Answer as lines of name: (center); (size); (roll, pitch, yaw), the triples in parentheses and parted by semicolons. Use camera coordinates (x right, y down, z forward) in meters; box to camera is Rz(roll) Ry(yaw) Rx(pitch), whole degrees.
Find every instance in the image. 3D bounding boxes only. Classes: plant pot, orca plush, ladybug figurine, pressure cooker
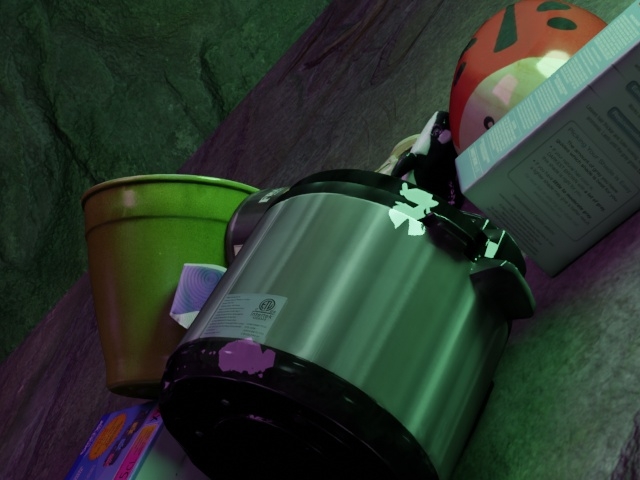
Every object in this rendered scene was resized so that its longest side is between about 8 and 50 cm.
plant pot: (-0.260, 0.105, 1.933); (0.366, 0.366, 0.353); (-23, 62, 52)
orca plush: (0.184, -0.073, 1.820); (0.102, 0.151, 0.287); (31, 87, 33)
ladybug figurine: (0.331, -0.261, 1.686); (0.305, 0.162, 0.449); (-25, 24, 22)
pressure cooker: (0.046, 0.117, 1.325); (0.420, 0.369, 0.375); (-60, -7, -35)

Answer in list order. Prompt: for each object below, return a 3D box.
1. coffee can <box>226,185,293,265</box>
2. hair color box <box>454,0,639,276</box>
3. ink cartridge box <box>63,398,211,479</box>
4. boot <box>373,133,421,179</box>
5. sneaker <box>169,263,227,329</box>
coffee can: (0.000, 0.000, 1.774); (0.275, 0.201, 0.201); (-6, 46, 52)
hair color box: (0.379, -0.146, 1.394); (0.374, 0.185, 0.113); (-41, 20, 21)
ink cartridge box: (-0.357, 0.450, 1.949); (0.395, 0.151, 0.270); (-26, 29, 51)
boot: (0.135, -0.092, 1.995); (0.213, 0.077, 0.165); (-41, 20, 37)
sneaker: (-0.090, 0.151, 1.772); (0.182, 0.315, 0.127); (84, -158, -67)
